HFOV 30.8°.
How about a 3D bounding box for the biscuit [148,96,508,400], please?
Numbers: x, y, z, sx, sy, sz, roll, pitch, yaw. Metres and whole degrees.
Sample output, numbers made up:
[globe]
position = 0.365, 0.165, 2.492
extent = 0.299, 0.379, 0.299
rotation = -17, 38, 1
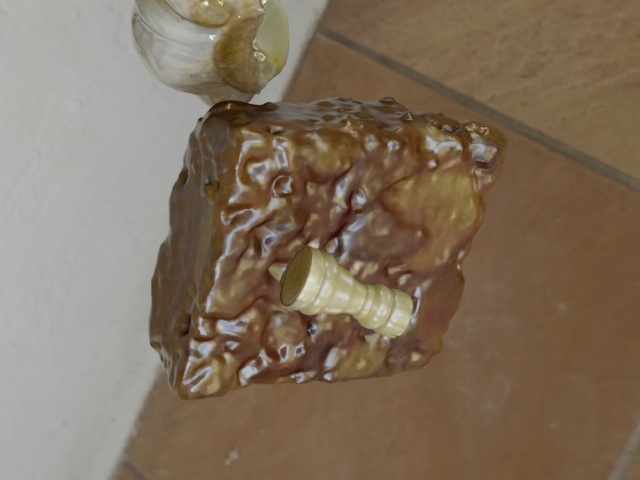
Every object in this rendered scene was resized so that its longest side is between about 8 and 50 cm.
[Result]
[biscuit]
position = 0.000, 0.000, 1.362
extent = 0.166, 0.395, 0.343
rotation = 37, 120, 47

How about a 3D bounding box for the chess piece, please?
[chess piece]
position = 0.027, 0.053, 1.127
extent = 0.066, 0.122, 0.066
rotation = -48, 30, 41

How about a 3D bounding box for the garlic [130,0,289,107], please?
[garlic]
position = -0.139, -0.281, 1.360
extent = 0.184, 0.281, 0.203
rotation = -10, 55, 6
